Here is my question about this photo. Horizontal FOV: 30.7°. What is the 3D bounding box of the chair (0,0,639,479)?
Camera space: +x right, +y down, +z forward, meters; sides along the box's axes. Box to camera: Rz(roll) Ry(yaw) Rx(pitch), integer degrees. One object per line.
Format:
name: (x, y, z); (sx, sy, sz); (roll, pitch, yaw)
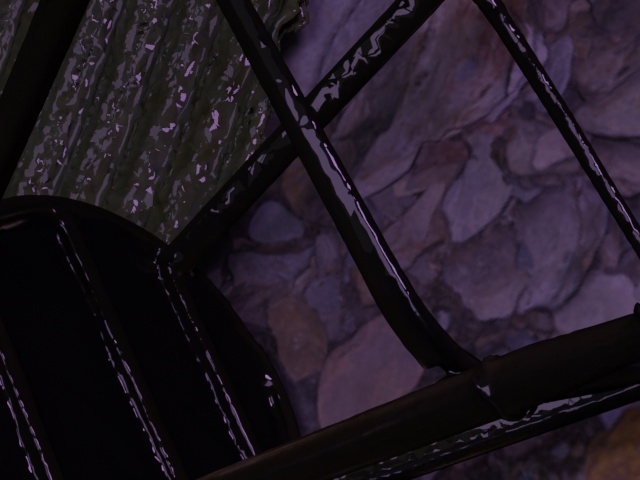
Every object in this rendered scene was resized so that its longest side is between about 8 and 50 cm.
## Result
chair: (0.000, 0.000, 0.647); (0.410, 0.362, 0.364); (-40, 68, 28)

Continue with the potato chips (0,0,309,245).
potato chips: (-0.179, -0.151, 0.969); (0.358, 0.070, 0.429); (11, 81, 27)
